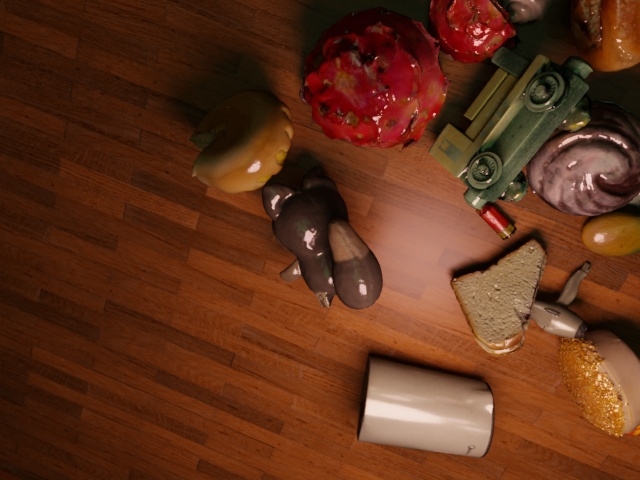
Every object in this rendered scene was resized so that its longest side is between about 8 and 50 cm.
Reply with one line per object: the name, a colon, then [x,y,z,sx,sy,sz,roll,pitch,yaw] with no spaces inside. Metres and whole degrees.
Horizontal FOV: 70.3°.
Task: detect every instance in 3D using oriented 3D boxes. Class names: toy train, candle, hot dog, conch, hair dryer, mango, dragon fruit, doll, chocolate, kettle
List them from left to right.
doll: [0.028,-0.017,1.236,0.378,0.252,0.383,2,121,51]
dragon fruit: [0.130,-0.400,1.155,0.370,0.249,0.386,-34,96,22]
kettle: [0.310,0.553,1.417,0.376,0.250,0.361,8,128,5]
dragon fruit: [0.368,-0.532,1.125,0.261,0.163,0.189,38,137,-3]
candle: [0.490,-0.062,1.281,0.130,0.052,0.052,43,109,-3]
toy train: [0.449,-0.278,1.103,0.160,0.253,0.397,11,124,-37]
conch: [0.522,-0.602,1.113,0.104,0.094,0.176,37,83,12]
hair dryer: [0.641,0.157,1.296,0.218,0.088,0.225,5,65,29]
chocolate: [0.676,-0.191,1.111,0.303,0.213,0.304,5,106,16]
mango: [0.804,-0.020,1.209,0.194,0.092,0.130,-18,110,21]
hot dog: [0.714,-0.602,1.010,0.223,0.185,0.405,32,108,-1]

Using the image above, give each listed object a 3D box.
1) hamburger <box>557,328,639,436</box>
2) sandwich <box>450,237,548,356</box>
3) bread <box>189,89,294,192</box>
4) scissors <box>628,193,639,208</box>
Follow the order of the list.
hamburger: [0.774,0.389,1.247,0.179,0.276,0.294,-27,95,5]
sandwich: [0.531,0.161,1.253,0.288,0.254,0.099,-32,140,16]
bread: [-0.202,-0.264,1.229,0.332,0.333,0.160,-26,138,16]
scissors: [0.880,-0.110,1.206,0.383,0.029,0.256,24,114,6]
